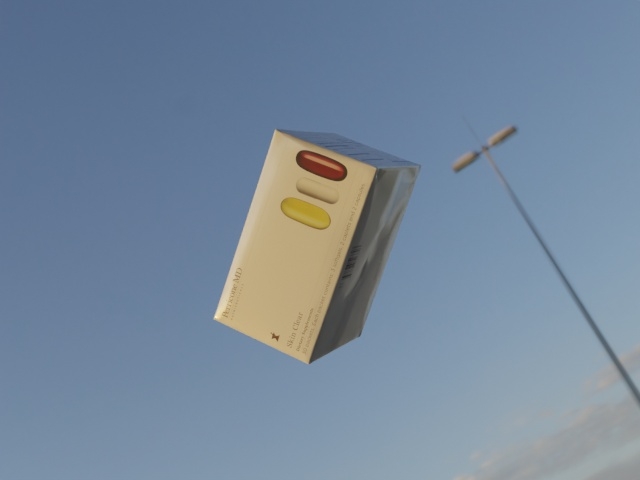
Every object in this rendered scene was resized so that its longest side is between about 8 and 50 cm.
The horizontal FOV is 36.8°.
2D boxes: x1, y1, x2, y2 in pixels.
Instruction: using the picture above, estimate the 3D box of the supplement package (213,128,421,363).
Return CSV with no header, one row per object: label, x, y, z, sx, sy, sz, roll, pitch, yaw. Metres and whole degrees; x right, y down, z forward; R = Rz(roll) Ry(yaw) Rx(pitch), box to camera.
supplement package,0.000,0.000,1.269,0.204,0.145,0.262,-12,-58,-68
